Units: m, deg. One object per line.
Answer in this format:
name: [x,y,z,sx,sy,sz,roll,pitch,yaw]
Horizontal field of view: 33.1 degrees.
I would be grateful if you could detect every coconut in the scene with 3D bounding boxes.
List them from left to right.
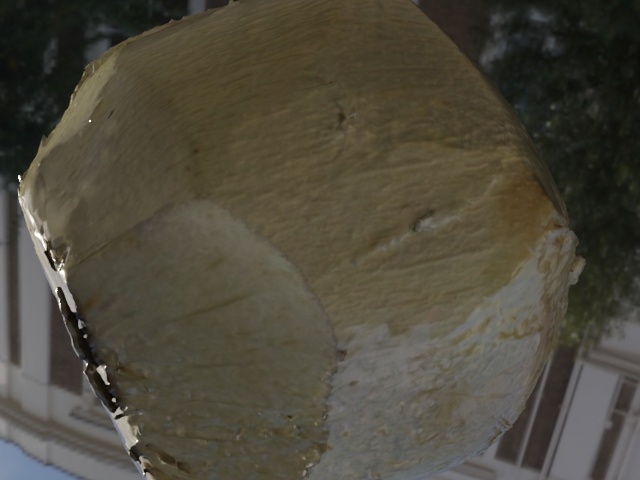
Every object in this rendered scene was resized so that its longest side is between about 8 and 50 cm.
coconut: [0.000,0.000,0.735,0.360,0.346,0.346,-23,-141,-15]
